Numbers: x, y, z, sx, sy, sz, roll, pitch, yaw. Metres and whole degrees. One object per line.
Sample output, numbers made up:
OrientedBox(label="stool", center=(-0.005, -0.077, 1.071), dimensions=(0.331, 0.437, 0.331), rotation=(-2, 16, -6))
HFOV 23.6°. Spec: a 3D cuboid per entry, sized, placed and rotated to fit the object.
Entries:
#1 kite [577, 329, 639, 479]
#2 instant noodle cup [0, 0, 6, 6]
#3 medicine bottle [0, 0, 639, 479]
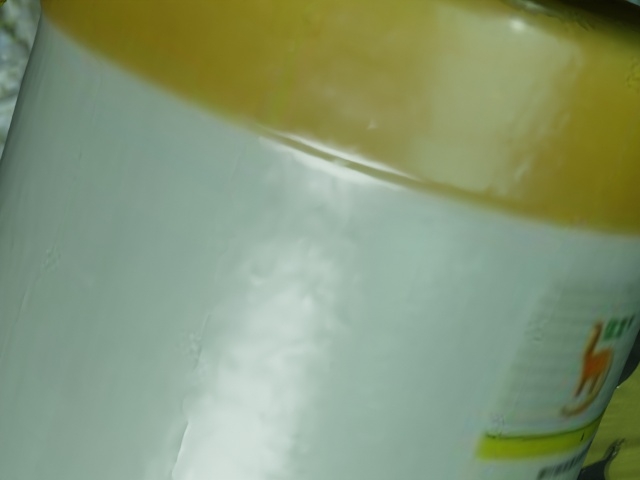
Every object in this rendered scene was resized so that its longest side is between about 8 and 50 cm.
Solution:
OrientedBox(label="kite", center=(0.103, 0.034, 0.759), dimensions=(0.327, 0.013, 0.377), rotation=(-43, 121, -7))
OrientedBox(label="instant noodle cup", center=(-0.206, -0.076, 0.462), dimensions=(0.212, 0.193, 0.193), rotation=(-42, 124, -18))
OrientedBox(label="medicine bottle", center=(0.000, 0.000, 0.554), dimensions=(0.238, 0.238, 0.231), rotation=(10, 108, -31))
